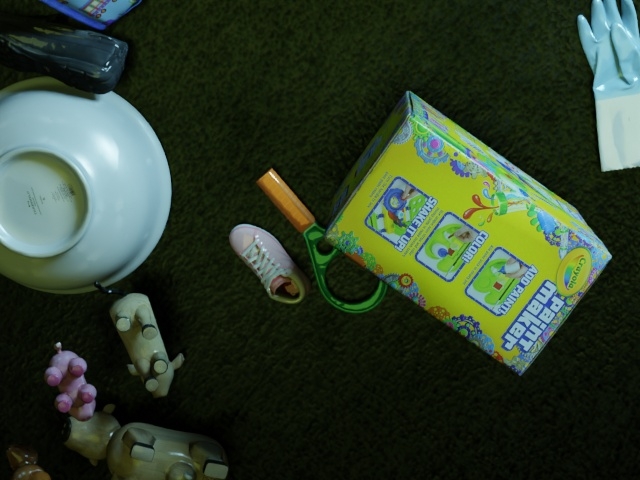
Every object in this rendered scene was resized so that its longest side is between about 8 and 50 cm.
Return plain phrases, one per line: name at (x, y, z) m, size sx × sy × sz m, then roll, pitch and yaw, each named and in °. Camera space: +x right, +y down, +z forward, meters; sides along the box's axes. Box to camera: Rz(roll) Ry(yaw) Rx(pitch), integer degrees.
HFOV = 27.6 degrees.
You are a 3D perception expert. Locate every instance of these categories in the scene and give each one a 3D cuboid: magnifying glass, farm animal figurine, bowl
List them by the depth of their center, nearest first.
bowl at (-0.349, -0.059, 1.675) m, size 0.297 × 0.134 × 0.298 m, roll 1°, pitch 102°, yaw 3°
magnifying glass at (0.000, 0.000, 1.726) m, size 0.092 × 0.026 × 0.231 m, roll -40°, pitch 99°, yaw 10°
farm animal figurine at (-0.249, 0.256, 1.728) m, size 0.326 × 0.172 × 0.330 m, roll 34°, pitch 94°, yaw -17°

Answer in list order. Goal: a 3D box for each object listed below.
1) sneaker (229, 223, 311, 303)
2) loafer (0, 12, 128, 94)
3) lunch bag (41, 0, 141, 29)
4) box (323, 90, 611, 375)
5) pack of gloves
sneaker at (-0.067, 0.033, 1.711) m, size 0.134 × 0.070 × 0.051 m, roll 43°, pitch 103°, yaw -5°
loafer at (-0.355, -0.255, 1.671) m, size 0.223 × 0.076 × 0.078 m, roll 19°, pitch 66°, yaw 6°
lunch bag at (-0.268, -0.379, 1.557) m, size 0.221 × 0.138 × 0.293 m, roll -41°, pitch 138°, yaw 16°
box at (0.170, -0.022, 1.575) m, size 0.279 × 0.290 × 0.177 m, roll 34°, pitch 101°, yaw -3°
pack of gloves at (0.438, -0.219, 1.658) m, size 0.195 × 0.046 × 0.232 m, roll -9°, pitch 98°, yaw 16°
